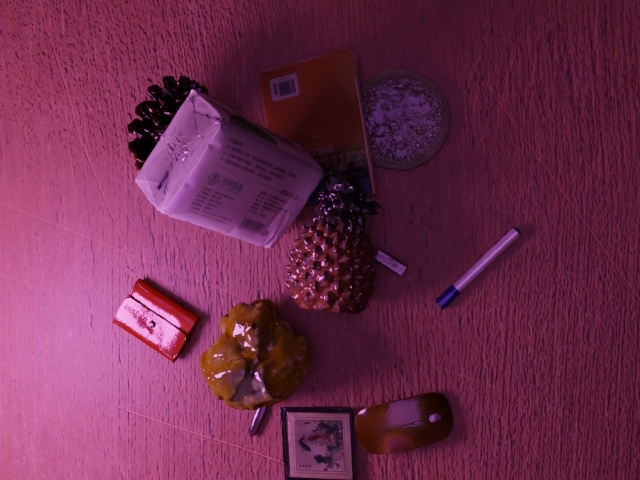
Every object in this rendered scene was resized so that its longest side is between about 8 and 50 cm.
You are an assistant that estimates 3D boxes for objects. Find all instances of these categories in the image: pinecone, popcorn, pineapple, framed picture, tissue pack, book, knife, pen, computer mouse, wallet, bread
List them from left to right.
[{"bbox_3d":[-0.437,0.212,1.758,0.204,0.045,0.142,31,94,9],"label":"wallet"},{"bbox_3d":[-0.356,-0.272,1.634,0.246,0.292,0.246,8,54,-11],"label":"pinecone"},{"bbox_3d":[-0.202,-0.152,1.548,0.266,0.356,0.194,-54,49,13],"label":"tissue pack"},{"bbox_3d":[-0.166,0.283,1.620,0.276,0.225,0.277,6,70,-17],"label":"popcorn"},{"bbox_3d":[-0.141,0.394,1.725,0.035,0.018,0.248,19,89,14],"label":"knife"},{"bbox_3d":[-0.010,-0.274,1.683,0.262,0.028,0.374,-9,89,19],"label":"book"},{"bbox_3d":[-0.006,0.526,1.692,0.195,0.010,0.200,-3,89,16],"label":"framed picture"},{"bbox_3d":[0.045,-0.013,1.585,0.222,0.223,0.358,13,99,9],"label":"pineapple"},{"bbox_3d":[0.175,0.057,1.652,0.083,0.063,0.035,34,92,9],"label":"tissue pack"},{"bbox_3d":[0.193,-0.305,1.665,0.266,0.040,0.267,0,90,10],"label":"bread"},{"bbox_3d":[0.207,0.455,1.648,0.245,0.056,0.126,-14,88,7],"label":"computer mouse"},{"bbox_3d":[0.390,0.069,1.633,0.269,0.033,0.033,-44,83,6],"label":"pen"}]
